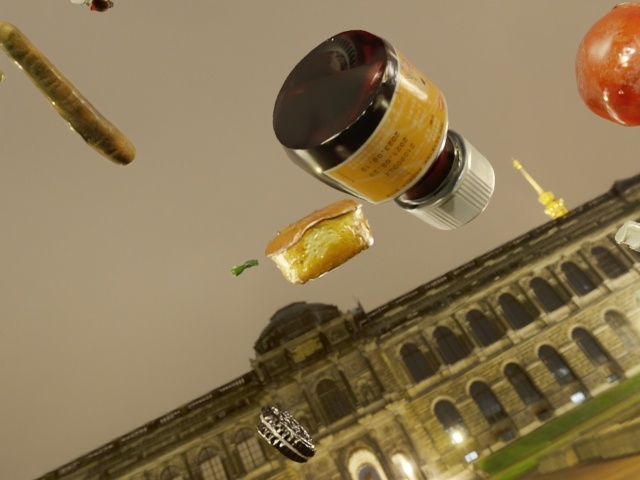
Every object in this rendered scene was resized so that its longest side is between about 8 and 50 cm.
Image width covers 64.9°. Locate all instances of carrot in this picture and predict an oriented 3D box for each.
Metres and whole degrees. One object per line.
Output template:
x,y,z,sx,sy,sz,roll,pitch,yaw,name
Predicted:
-0.477,-0.263,0.941,0.070,0.070,0.342,-32,-45,4,carrot

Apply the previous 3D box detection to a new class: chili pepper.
-0.199,0.068,1.330,0.091,0.030,0.034,-26,-38,-40,chili pepper

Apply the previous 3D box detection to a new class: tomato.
0.548,-0.289,0.855,0.232,0.232,0.188,25,-93,-57,tomato

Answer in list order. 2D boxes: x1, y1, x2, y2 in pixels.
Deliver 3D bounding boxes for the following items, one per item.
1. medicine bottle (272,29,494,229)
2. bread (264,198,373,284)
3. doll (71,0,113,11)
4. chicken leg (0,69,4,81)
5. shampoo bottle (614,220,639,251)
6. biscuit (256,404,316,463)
0.128,-0.161,0.876,0.242,0.242,0.395,-42,-43,22,medicine bottle
0.000,0.000,1.209,0.269,0.145,0.268,-27,4,2,bread
-0.364,-0.388,0.805,0.040,0.085,0.058,8,-44,-1,doll
-0.447,-0.229,0.564,0.093,0.070,0.178,-11,-26,30,chicken leg
0.585,0.015,0.823,0.074,0.192,0.073,21,-90,-83,shampoo bottle
-0.040,0.204,0.545,0.027,0.089,0.087,-47,-62,-7,biscuit
